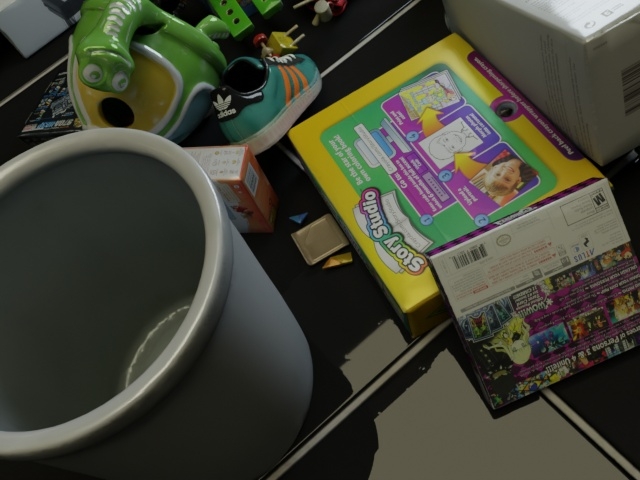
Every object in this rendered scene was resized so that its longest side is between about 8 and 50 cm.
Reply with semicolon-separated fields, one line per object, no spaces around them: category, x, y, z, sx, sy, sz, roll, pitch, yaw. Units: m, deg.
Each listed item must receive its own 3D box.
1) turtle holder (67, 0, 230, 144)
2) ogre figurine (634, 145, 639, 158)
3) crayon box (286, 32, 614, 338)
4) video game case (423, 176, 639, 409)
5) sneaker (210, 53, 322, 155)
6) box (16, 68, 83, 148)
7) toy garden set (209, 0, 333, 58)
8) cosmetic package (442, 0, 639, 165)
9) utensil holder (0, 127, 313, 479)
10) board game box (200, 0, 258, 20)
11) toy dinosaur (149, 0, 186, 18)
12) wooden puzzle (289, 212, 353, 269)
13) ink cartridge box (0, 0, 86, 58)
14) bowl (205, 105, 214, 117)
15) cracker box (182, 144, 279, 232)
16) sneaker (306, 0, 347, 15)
turtle holder;-0.267;-0.253;0.946;0.320;0.243;0.228;18;88;58
ogre figurine;0.486;-0.179;0.865;0.118;0.097;0.197;-37;69;-20
crayon box;0.169;-0.095;0.896;0.313;0.106;0.363;-31;58;0
video game case;0.272;0.064;0.745;0.232;0.042;0.210;-25;98;1
sneaker;-0.083;-0.257;0.994;0.108;0.121;0.302;-14;31;27
box;-0.456;-0.257;1.163;0.220;0.051;0.175;2;61;33
toy garden set;-0.058;-0.445;1.145;0.244;0.049;0.204;-35;69;5
cosmetic package;0.323;-0.289;0.852;0.155;0.197;0.366;-30;41;2
utensil holder;-0.198;0.119;0.712;0.327;0.385;0.328;-7;59;11
board game box;-0.152;-0.630;1.300;0.308;0.086;0.302;-34;58;-5
toy dinosaur;-0.331;-0.460;1.194;0.322;0.164;0.219;-38;38;44
wooden puzzle;0.000;0.000;0.945;0.078;0.014;0.116;-22;58;-3
ink cartridge box;-0.618;-0.589;1.379;0.307;0.129;0.223;-40;59;-9
bowl;-0.262;-0.265;1.143;0.142;0.053;0.142;-22;58;1
cracker box;-0.199;-0.074;0.957;0.232;0.156;0.067;0;62;16
sneaker;0.068;-0.501;1.182;0.221;0.087;0.128;-16;66;21
